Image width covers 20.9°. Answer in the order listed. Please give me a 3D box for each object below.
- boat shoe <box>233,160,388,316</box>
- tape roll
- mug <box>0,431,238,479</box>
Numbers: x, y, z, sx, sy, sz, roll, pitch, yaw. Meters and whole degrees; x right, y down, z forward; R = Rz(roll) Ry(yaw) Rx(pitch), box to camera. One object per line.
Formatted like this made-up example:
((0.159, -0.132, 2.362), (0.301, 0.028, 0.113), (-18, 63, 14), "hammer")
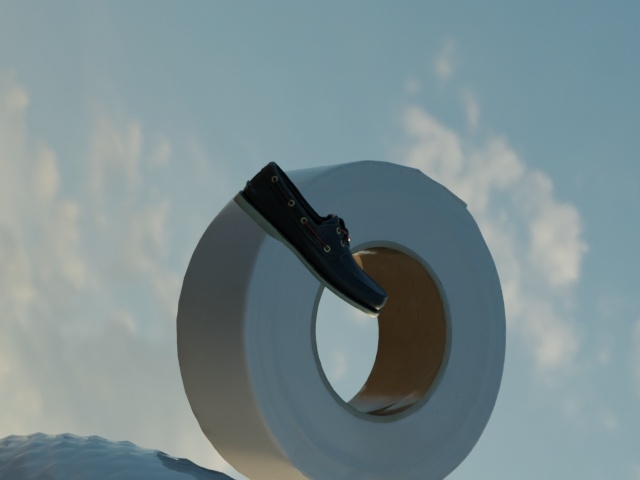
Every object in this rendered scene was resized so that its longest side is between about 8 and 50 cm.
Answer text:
((0.000, 0.000, 1.222), (0.133, 0.042, 0.049), (44, 8, -2), "boat shoe")
((0.023, 0.075, 1.449), (0.100, 0.286, 0.286), (-5, -72, 52), "tape roll")
((-0.136, 0.295, 1.146), (0.328, 0.276, 0.374), (11, -35, 50), "mug")
